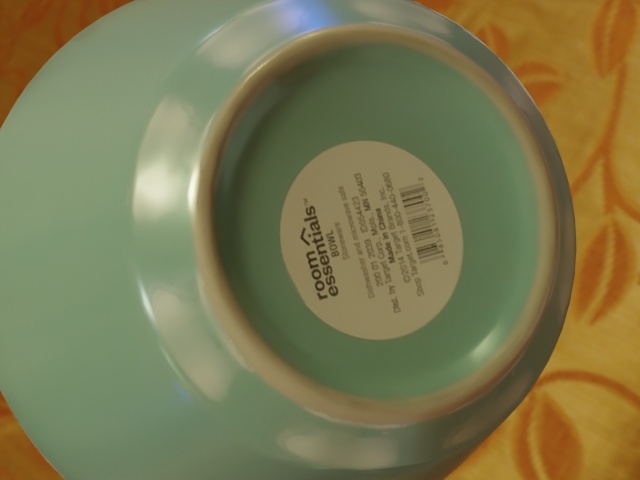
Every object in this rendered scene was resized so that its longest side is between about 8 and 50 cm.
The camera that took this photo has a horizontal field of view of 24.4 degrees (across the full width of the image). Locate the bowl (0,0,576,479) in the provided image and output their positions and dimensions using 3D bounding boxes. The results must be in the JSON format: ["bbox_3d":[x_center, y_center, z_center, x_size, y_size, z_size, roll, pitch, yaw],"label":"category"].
[{"bbox_3d":[0.000,0.000,0.721,0.163,0.311,0.312,-21,49,66],"label":"bowl"}]
